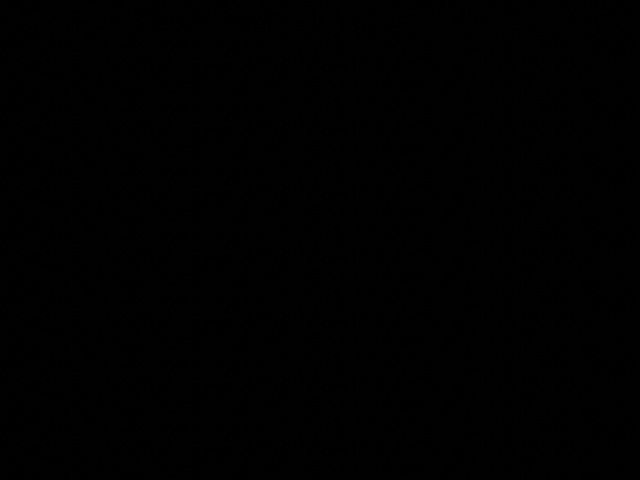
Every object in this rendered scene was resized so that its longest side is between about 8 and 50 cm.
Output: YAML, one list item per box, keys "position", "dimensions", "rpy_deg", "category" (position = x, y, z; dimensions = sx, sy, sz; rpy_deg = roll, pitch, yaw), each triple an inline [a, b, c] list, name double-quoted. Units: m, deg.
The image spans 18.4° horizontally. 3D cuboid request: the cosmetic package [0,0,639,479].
- position: [0.000, 0.000, 0.203]
  dimensions: [0.327, 0.329, 0.394]
  rpy_deg: [-41, -140, 7]
  category: "cosmetic package"
